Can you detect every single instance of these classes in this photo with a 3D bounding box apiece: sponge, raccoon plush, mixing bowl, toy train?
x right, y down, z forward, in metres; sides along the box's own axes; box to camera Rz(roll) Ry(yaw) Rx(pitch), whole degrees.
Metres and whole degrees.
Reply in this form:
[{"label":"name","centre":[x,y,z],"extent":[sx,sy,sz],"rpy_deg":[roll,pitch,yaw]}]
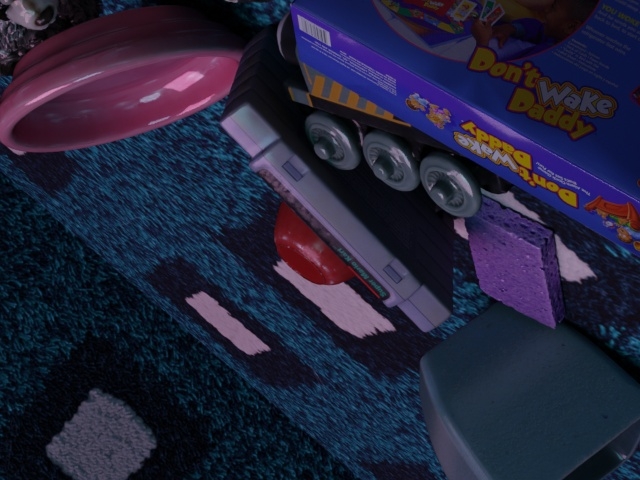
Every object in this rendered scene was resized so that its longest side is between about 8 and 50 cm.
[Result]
[{"label":"sponge","centre":[0.241,0.028,1.698],"extent":[0.117,0.031,0.210],"rpy_deg":[29,160,28]},{"label":"raccoon plush","centre":[-0.467,-0.370,1.676],"extent":[0.446,0.216,0.299],"rpy_deg":[26,173,21]},{"label":"mixing bowl","centre":[0.000,0.000,1.987],"extent":[0.181,0.098,0.181],"rpy_deg":[34,160,14]},{"label":"toy train","centre":[0.090,-0.153,1.410],"extent":[0.334,0.142,0.190],"rpy_deg":[24,145,42]}]

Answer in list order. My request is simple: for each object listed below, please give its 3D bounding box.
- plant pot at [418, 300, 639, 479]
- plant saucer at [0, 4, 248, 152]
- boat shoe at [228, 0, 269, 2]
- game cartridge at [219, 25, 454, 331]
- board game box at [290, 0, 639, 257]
[{"label":"plant pot","centre":[0.263,0.231,1.834],"extent":[0.252,0.248,0.247],"rpy_deg":[51,167,22]},{"label":"plant saucer","centre":[-0.249,-0.205,1.706],"extent":[0.332,0.332,0.084],"rpy_deg":[139,115,-72]},{"label":"boat shoe","centre":[-0.155,-0.352,1.408],"extent":[0.302,0.114,0.091],"rpy_deg":[46,157,-22]},{"label":"game cartridge","centre":[0.028,-0.071,1.608],"extent":[0.068,0.230,0.355],"rpy_deg":[-34,112,28]},{"label":"board game box","centre":[0.186,-0.158,1.030],"extent":[0.347,0.233,0.078],"rpy_deg":[32,161,19]}]
